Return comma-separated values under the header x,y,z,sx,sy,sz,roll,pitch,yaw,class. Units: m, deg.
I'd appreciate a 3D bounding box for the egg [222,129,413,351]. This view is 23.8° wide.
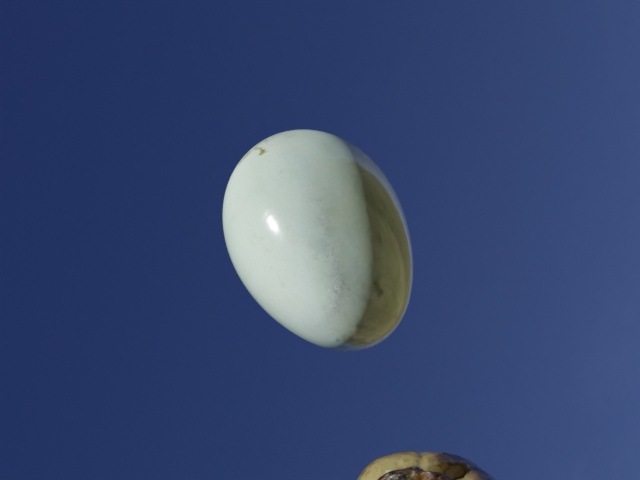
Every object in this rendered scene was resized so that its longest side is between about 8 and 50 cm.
x,y,z,sx,sy,sz,roll,pitch,yaw,class
0.000,0.000,1.552,0.183,0.264,0.183,-17,-39,-14,egg

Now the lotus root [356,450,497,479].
x,y,z,sx,sy,sz,roll,pitch,yaw,class
0.087,0.218,0.984,0.214,0.138,0.138,48,-117,-46,lotus root
